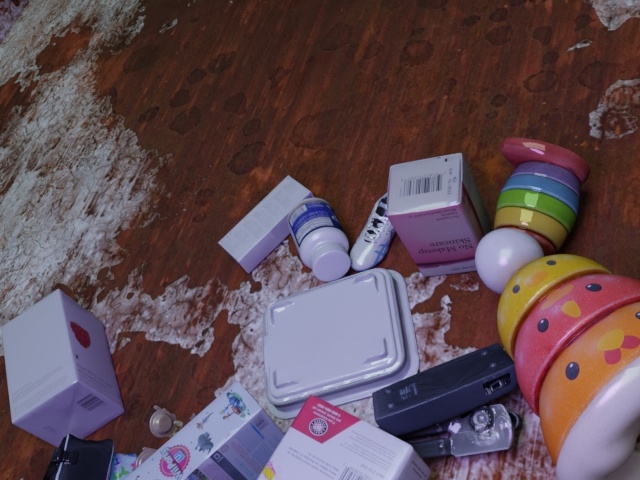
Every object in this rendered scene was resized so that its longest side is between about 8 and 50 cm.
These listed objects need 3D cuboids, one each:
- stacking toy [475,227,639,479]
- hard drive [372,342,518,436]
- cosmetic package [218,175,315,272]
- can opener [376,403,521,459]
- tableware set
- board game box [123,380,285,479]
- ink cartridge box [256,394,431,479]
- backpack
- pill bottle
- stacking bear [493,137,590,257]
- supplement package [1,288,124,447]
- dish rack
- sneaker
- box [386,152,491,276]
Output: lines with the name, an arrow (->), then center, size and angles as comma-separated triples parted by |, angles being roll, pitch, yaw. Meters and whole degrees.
stacking toy -> 0.393, 0.143, 1.218 | 0.350, 0.350, 0.480 | -38, 44, -1
hard drive -> 0.218, 0.264, 1.353 | 0.254, 0.054, 0.172 | -23, 5, 4
cosmetic package -> -0.123, -0.040, 1.832 | 0.239, 0.060, 0.099 | -44, 49, -7
can opener -> 0.214, 0.349, 1.355 | 0.283, 0.095, 0.076 | -18, 68, 29
tableware set -> -0.298, 0.420, 1.534 | 0.020, 0.141, 0.169 | -12, 50, 46
board game box -> -0.201, 0.431, 1.389 | 0.303, 0.224, 0.097 | -41, 47, -14
ink cartridge box -> 0.008, 0.446, 1.271 | 0.226, 0.131, 0.306 | 21, 69, 36
backpack -> -0.467, 0.519, 1.500 | 0.253, 0.191, 0.225 | -50, 30, 45
pill bottle -> 0.000, 0.000, 1.686 | 0.112, 0.112, 0.187 | -30, 41, 6
stacking bear -> 0.400, -0.028, 1.476 | 0.164, 0.175, 0.289 | 11, 72, 39
supplement package -> -0.598, 0.294, 1.766 | 0.175, 0.177, 0.293 | -34, 48, 3
dish rack -> 0.022, 0.197, 1.569 | 0.332, 0.072, 0.286 | -20, 50, 17
sneaker -> 0.131, -0.037, 1.672 | 0.085, 0.086, 0.237 | 23, 71, 37
box -> 0.239, -0.045, 1.515 | 0.148, 0.232, 0.127 | -9, 53, 24
